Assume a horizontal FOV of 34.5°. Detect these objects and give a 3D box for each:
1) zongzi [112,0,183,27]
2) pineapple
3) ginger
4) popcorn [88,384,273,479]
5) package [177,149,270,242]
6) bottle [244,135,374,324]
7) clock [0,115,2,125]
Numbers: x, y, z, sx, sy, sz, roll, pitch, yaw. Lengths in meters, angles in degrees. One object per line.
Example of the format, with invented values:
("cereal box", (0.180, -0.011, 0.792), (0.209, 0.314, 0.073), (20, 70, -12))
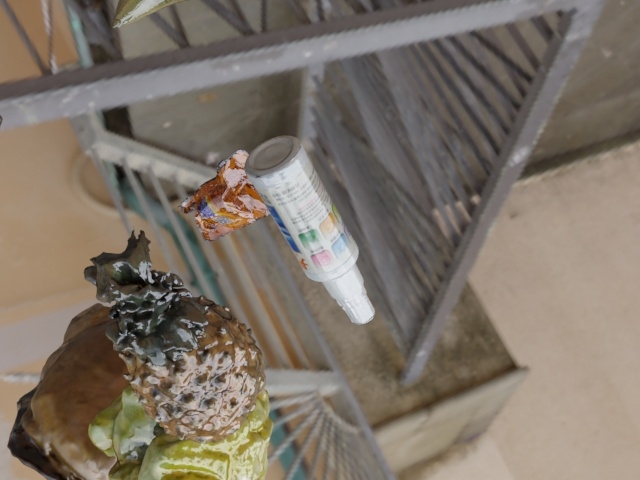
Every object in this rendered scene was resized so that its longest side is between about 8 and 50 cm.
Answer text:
("zongzi", (-0.111, -0.267, 1.079), (0.094, 0.204, 0.205), (4, 162, 39))
("pineapple", (-0.111, 0.071, 0.758), (0.108, 0.108, 0.197), (-28, 141, -1))
("ginger", (-0.249, 0.198, 1.290), (0.223, 0.200, 0.269), (-53, -165, -5))
("popcorn", (-0.143, 0.206, 1.070), (0.167, 0.187, 0.185), (13, 150, -44))
("package", (-0.098, -0.044, 1.094), (0.111, 0.077, 0.033), (-31, -170, 25))
("bottle", (0.000, 0.000, 0.971), (0.060, 0.060, 0.217), (-29, 125, 2))
("clock", (-0.429, -0.130, 0.867), (0.319, 0.319, 0.066), (31, 75, -66))
